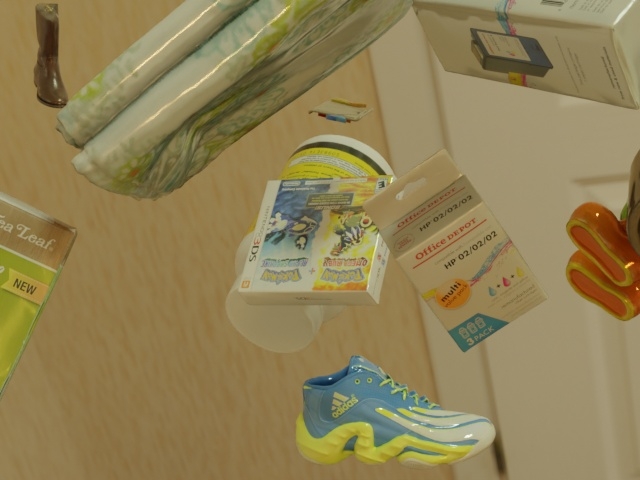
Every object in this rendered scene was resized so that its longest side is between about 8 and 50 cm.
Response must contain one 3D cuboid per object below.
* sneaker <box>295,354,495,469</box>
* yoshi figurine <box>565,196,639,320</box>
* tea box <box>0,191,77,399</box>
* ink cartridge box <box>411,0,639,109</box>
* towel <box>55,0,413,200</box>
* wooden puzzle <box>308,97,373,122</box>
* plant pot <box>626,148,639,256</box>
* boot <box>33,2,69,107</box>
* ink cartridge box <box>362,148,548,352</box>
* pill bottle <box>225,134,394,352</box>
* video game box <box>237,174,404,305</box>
[{"bbox_3d":[0.084,0.201,1.651,0.240,0.126,0.091,-5,15,6],"label":"sneaker"},{"bbox_3d":[0.413,-0.095,1.590,0.362,0.203,0.203,-41,21,-15],"label":"yoshi figurine"},{"bbox_3d":[-0.400,0.096,1.318,0.220,0.323,0.329,24,-7,-11],"label":"tea box"},{"bbox_3d":[0.207,-0.207,1.165,0.212,0.093,0.154,19,60,42],"label":"ink cartridge box"},{"bbox_3d":[-0.058,-0.173,1.273,0.374,0.090,0.320,-40,-3,1],"label":"towel"},{"bbox_3d":[0.028,-0.168,1.833,0.078,0.014,0.116,12,18,22],"label":"wooden puzzle"},{"bbox_3d":[0.449,-0.135,1.299,0.323,0.323,0.280,-3,65,18],"label":"plant pot"},{"bbox_3d":[-0.337,-0.234,1.745,0.037,0.114,0.106,-6,34,-30],"label":"boot"},{"bbox_3d":[0.132,0.011,1.365,0.104,0.181,0.061,-35,32,6],"label":"ink cartridge box"},{"bbox_3d":[-0.017,0.006,2.131,0.188,0.188,0.334,3,42,26],"label":"pill bottle"},{"bbox_3d":[0.000,0.000,1.929,0.205,0.048,0.187,-2,61,28],"label":"video game box"}]
